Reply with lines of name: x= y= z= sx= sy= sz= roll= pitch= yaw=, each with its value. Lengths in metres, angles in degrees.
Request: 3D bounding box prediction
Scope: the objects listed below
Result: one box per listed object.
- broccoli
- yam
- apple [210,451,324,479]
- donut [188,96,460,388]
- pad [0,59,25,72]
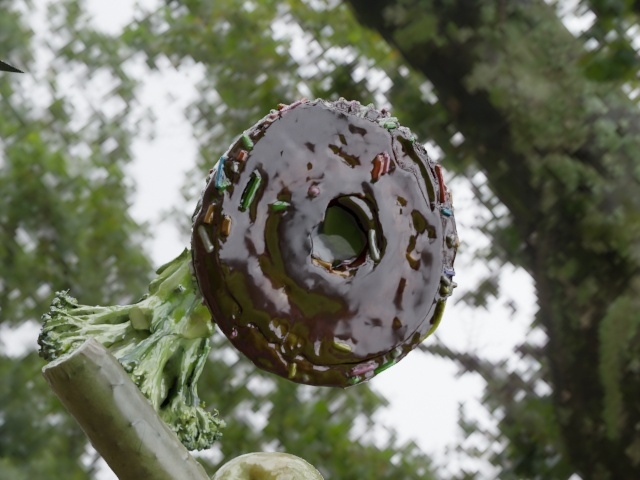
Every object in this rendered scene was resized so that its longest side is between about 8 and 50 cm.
broccoli: x=-0.155 y=0.100 z=1.955 sx=0.221 sy=0.361 sz=0.252 roll=42 pitch=21 yaw=-53
yam: x=-0.132 y=0.252 z=1.537 sx=0.083 sy=0.083 sz=0.372 roll=-11 pitch=-65 yaw=55
apple: x=-0.069 y=0.377 z=2.131 sx=0.200 sy=0.200 sz=0.200 roll=32 pitch=-35 yaw=26
donut: x=0.000 y=0.000 z=1.313 sx=0.235 sy=0.235 sz=0.089 roll=58 pitch=-17 yaw=-14
pad: x=-0.459 y=-0.217 z=1.849 sx=0.211 sy=0.003 sz=0.143 roll=9 pitch=-5 yaw=17
